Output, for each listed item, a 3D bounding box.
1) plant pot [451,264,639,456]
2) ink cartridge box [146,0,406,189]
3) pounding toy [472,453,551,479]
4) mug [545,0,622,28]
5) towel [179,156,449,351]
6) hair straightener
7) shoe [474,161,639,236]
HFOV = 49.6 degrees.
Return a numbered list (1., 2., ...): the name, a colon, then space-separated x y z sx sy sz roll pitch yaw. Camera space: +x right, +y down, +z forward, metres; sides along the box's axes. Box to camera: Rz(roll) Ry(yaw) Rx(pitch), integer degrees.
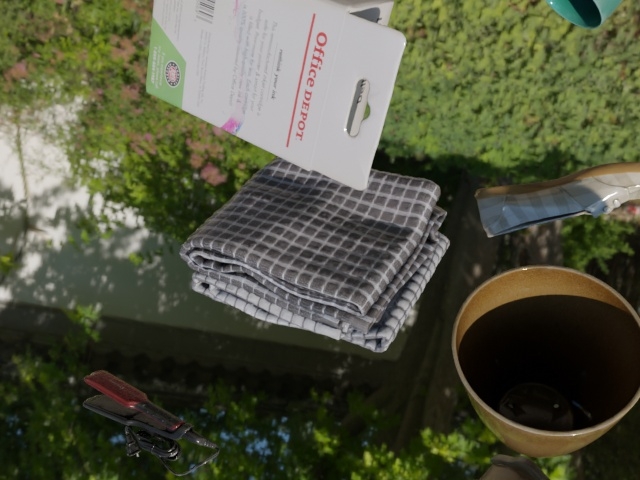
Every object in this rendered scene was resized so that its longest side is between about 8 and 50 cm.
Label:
1. plant pot: 0.307 0.199 0.965 0.237 0.237 0.254 14 149 21
2. ink cartridge box: -0.045 -0.229 0.873 0.353 0.207 0.119 28 -147 21
3. pounding toy: 0.393 0.456 1.150 0.269 0.154 0.154 45 153 15
4. mug: 0.415 -0.406 1.057 0.129 0.097 0.158 40 -177 -9
5. towel: 0.000 0.000 0.881 0.283 0.121 0.235 16 -137 26
6. hair straightener: -0.240 0.262 0.968 0.230 0.089 0.047 18 -162 22
7. shoe: 0.290 -0.045 0.802 0.218 0.058 0.076 -8 168 27
